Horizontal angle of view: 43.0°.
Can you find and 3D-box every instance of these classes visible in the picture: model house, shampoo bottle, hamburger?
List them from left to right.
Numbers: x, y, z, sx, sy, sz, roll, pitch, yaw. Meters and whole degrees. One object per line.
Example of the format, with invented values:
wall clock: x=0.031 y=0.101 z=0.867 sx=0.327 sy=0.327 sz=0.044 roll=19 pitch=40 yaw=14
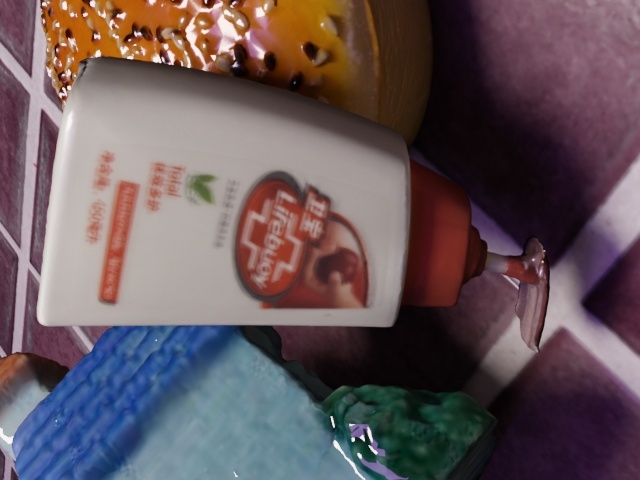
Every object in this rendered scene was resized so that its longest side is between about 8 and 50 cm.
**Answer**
model house: x=-0.076 y=0.150 z=0.596 sx=0.329 sy=0.252 sz=0.295 roll=33 pitch=173 yaw=20
hamburger: x=-0.069 y=-0.123 z=0.555 sx=0.300 sy=0.176 sz=0.300 roll=23 pitch=124 yaw=39
shampoo bottle: x=0.000 y=0.000 z=0.440 sx=0.071 sy=0.284 sz=0.153 roll=-93 pitch=16 yaw=-59
